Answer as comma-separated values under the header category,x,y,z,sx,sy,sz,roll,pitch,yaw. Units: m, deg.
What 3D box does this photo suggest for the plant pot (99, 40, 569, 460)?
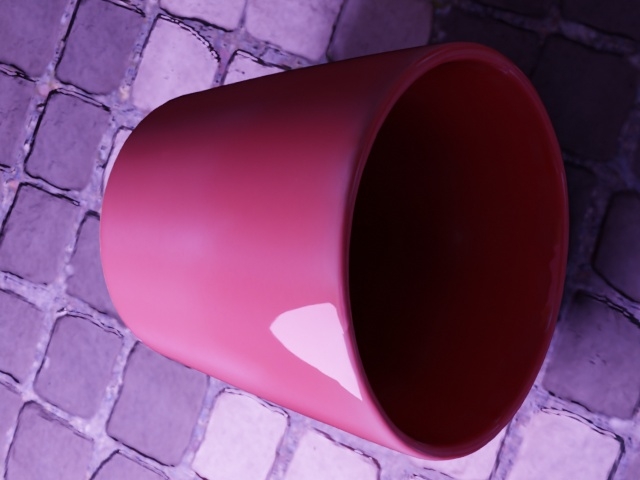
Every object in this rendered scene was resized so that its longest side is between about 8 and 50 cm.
category,x,y,z,sx,sy,sz,roll,pitch,yaw
plant pot,0.000,0.000,1.204,0.243,0.275,0.275,5,88,37
